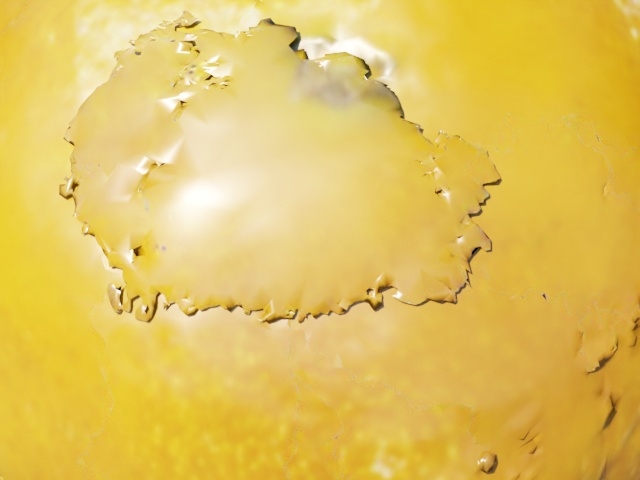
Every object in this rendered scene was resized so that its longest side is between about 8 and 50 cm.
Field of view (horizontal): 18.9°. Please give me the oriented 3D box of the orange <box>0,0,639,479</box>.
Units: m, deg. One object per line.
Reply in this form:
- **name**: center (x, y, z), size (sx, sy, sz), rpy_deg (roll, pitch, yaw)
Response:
- **orange**: center (0.000, 0.000, 0.526), size (0.246, 0.246, 0.246), rpy_deg (6, 45, -5)
